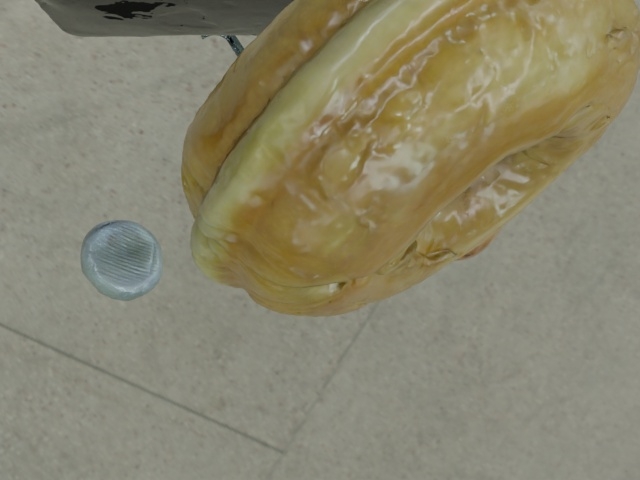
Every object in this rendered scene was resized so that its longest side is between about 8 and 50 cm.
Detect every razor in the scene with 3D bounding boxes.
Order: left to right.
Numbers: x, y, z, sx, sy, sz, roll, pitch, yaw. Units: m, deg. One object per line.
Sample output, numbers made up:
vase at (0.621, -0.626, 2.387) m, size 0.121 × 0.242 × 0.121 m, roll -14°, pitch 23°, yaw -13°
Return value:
razor at (-0.113, -0.275, 1.618) m, size 0.066 × 0.190 × 0.033 m, roll -46°, pitch 157°, yaw 26°

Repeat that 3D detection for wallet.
wallet at (-0.158, -0.293, 1.266) m, size 0.378 × 0.197 × 0.051 m, roll 1°, pitch 83°, yaw 5°

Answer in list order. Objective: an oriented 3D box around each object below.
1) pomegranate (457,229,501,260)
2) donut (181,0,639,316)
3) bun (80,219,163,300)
pomegranate at (0.253, -0.053, 1.931) m, size 0.191 × 0.191 × 0.191 m, roll -11°, pitch 113°, yaw -29°
donut at (0.083, -0.101, 0.875) m, size 0.449 × 0.198 × 0.449 m, roll -35°, pitch 165°, yaw -11°
bun at (-0.331, 0.035, 1.717) m, size 0.141 × 0.083 × 0.140 m, roll 10°, pitch 65°, yaw -23°
